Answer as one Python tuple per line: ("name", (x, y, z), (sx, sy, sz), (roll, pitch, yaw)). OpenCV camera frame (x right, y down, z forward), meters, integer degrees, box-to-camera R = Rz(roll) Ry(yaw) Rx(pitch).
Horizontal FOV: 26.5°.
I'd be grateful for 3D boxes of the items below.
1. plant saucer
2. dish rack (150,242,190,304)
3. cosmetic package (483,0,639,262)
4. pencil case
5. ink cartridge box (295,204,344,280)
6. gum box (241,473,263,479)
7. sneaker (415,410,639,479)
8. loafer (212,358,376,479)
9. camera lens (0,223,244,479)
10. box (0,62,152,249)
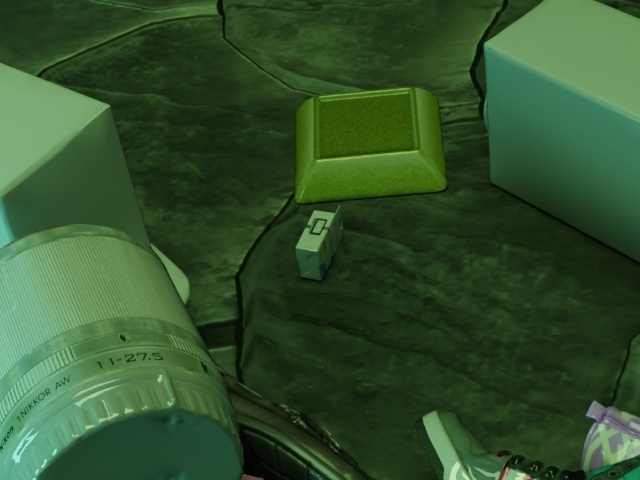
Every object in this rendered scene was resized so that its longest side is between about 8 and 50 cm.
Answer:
("plant saucer", (0.059, -0.131, 1.703), (0.189, 0.045, 0.188), (-5, 43, 4))
("dish rack", (-0.334, 0.094, 1.511), (0.333, 0.072, 0.285), (-33, 49, -24))
("cosmetic package", (0.370, -0.101, 1.498), (0.156, 0.217, 0.385), (-36, 51, -26))
("pencil case", (0.342, 0.218, 1.252), (0.206, 0.088, 0.086), (15, 48, 24))
("ink cartridge box", (0.000, 0.000, 1.570), (0.028, 0.048, 0.083), (9, 45, 18))
("gum box", (-0.146, 0.266, 1.300), (0.188, 0.062, 0.107), (11, 46, 21))
("sneaker", (0.223, 0.227, 1.207), (0.178, 0.124, 0.295), (-36, 54, -1))
("loafer", (-0.046, 0.188, 1.341), (0.303, 0.109, 0.095), (22, 47, 33))
("camera lens", (-0.208, 0.134, 1.244), (0.219, 0.219, 0.274), (-21, 43, -12))
("box", (-0.382, -0.070, 1.484), (0.345, 0.215, 0.168), (23, 52, 30))
